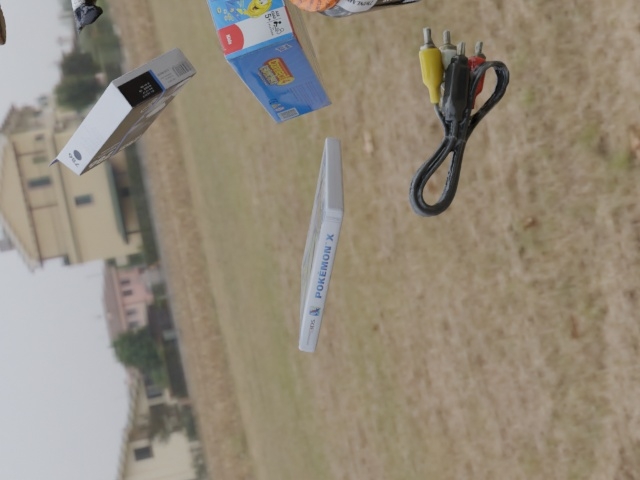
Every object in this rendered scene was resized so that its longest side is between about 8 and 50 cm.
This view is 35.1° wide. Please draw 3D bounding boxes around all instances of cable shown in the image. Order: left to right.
[{"bbox_3d":[0.200,-0.173,1.515,0.072,0.139,0.287,-171,89,-70],"label":"cable"}]

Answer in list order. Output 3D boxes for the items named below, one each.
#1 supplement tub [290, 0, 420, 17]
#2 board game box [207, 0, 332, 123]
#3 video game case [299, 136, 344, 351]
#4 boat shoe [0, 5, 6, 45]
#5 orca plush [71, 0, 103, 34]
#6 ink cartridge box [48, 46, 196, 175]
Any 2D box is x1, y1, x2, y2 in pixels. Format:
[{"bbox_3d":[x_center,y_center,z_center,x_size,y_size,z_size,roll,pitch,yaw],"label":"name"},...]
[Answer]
[{"bbox_3d":[0.049,-0.317,1.148,0.117,0.190,0.117,19,120,38],"label":"supplement tub"},{"bbox_3d":[-0.090,-0.335,1.296,0.308,0.086,0.302,38,-146,-80],"label":"board game box"},{"bbox_3d":[0.000,0.000,1.933,0.329,0.036,0.300,-91,11,-62],"label":"video game case"},{"bbox_3d":[-0.544,-0.388,1.496,0.257,0.095,0.095,86,173,-46],"label":"boat shoe"},{"bbox_3d":[-0.370,-0.487,1.647,0.151,0.102,0.287,99,158,-65],"label":"orca plush"},{"bbox_3d":[-0.364,-0.216,1.833,0.065,0.165,0.332,52,141,-3],"label":"ink cartridge box"}]
